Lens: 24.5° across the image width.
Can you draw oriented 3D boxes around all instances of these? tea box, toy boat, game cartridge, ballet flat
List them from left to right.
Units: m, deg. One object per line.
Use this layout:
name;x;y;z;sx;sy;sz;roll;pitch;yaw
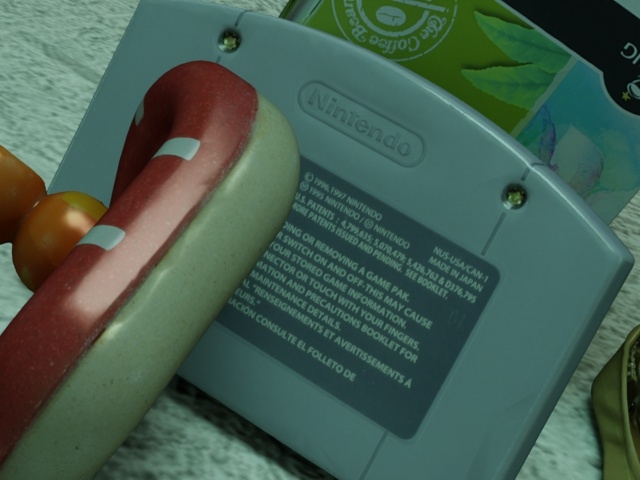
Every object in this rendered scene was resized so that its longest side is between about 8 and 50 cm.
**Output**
toy boat;-0.115;0.000;0.662;0.151;0.151;0.231;37;50;-3
game cartridge;0.000;0.000;0.767;0.297;0.198;0.062;31;5;20
tea box;0.107;-0.143;0.952;0.220;0.323;0.329;33;23;-7
ballet flat;0.196;0.119;0.824;0.080;0.073;0.232;15;26;-10
